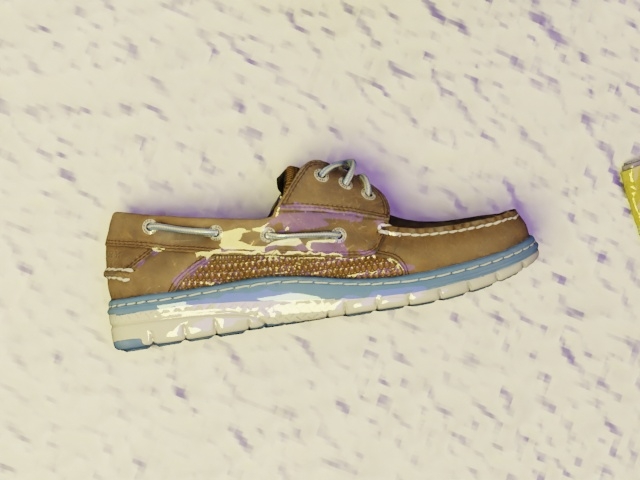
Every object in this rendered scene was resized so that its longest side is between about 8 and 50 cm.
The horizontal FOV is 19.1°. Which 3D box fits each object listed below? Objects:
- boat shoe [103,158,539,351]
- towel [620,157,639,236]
[{"bbox_3d":[0.000,0.000,0.791,0.183,0.066,0.066,-10,90,-10],"label":"boat shoe"},{"bbox_3d":[0.172,-0.006,0.850,0.060,0.009,0.083,-18,92,-10],"label":"towel"}]
